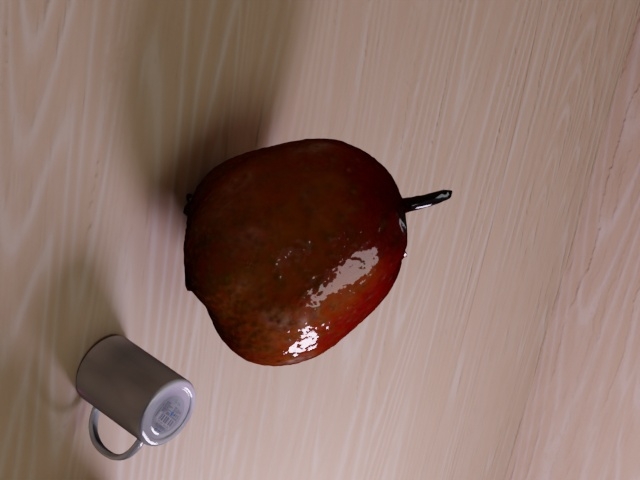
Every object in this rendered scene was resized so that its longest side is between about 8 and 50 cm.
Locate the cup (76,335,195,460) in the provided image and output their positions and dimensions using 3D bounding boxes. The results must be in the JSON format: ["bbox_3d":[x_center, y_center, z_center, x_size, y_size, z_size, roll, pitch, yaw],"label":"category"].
[{"bbox_3d":[-0.243,0.211,1.540,0.099,0.133,0.136,-21,129,-46],"label":"cup"}]

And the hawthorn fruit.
[{"bbox_3d":[0.000,0.000,1.554,0.369,0.284,0.284,-20,140,-2],"label":"hawthorn fruit"}]
